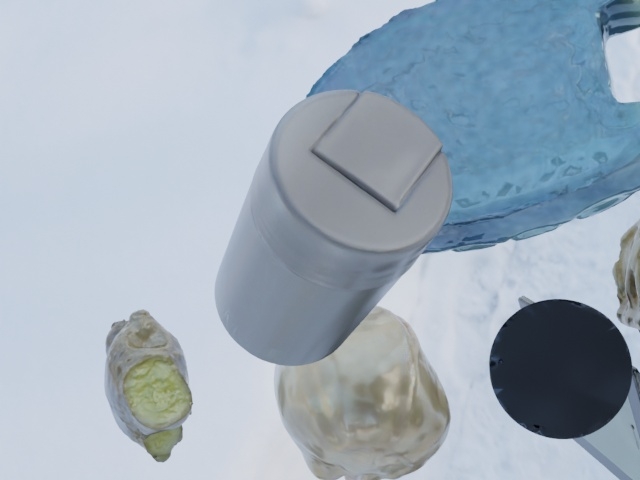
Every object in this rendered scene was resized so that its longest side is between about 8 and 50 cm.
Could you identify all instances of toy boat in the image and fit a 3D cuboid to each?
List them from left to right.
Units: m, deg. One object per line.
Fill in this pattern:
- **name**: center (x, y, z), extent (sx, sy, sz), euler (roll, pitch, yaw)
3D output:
- **toy boat**: center (0.133, -0.089, 0.706), extent (0.330, 0.123, 0.215), euler (-17, 65, 27)

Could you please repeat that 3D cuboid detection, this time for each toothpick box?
- **toothpick box**: center (0.000, 0.000, 0.559), extent (0.111, 0.181, 0.111), euler (8, 60, -14)

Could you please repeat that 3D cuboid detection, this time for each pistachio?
- **pistachio**: center (0.039, 0.175, 1.061), extent (0.214, 0.193, 0.318), euler (-67, 20, 7)

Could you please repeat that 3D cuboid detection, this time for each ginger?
- **ginger**: center (-0.269, 0.229, 1.346), extent (0.123, 0.270, 0.219), euler (-14, 69, -25)

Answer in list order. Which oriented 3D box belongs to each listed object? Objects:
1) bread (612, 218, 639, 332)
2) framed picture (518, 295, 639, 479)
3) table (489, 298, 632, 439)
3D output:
- **bread**: center (0.519, 0.072, 1.187), extent (0.238, 0.252, 0.196), euler (36, 90, 8)
- **framed picture**: center (0.414, 0.246, 1.346), extent (0.016, 0.265, 0.347), euler (-23, 16, -7)
- **table**: center (0.230, 0.123, 0.851), extent (0.133, 0.043, 0.134), euler (-1, 84, 14)
